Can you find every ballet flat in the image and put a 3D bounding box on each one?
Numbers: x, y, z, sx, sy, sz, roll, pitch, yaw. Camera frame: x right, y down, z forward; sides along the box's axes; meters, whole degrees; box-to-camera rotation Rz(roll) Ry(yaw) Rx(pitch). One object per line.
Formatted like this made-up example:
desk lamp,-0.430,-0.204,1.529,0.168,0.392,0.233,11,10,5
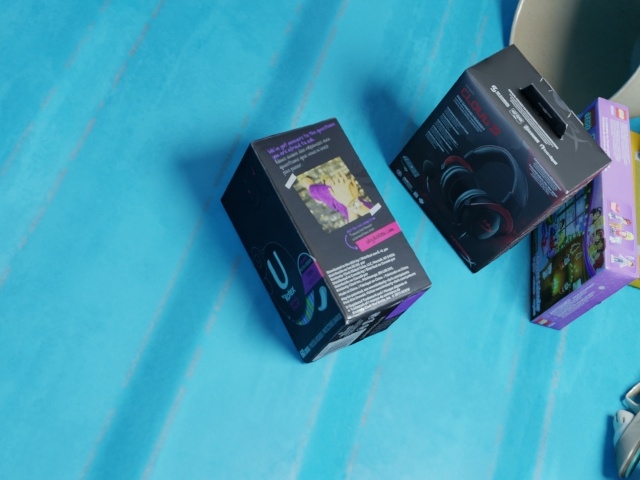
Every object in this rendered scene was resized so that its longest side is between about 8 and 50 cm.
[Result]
ballet flat,0.466,0.261,1.430,0.068,0.072,0.213,30,51,28

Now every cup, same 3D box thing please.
cup,0.511,-0.335,1.622,0.237,0.331,0.331,11,60,-32

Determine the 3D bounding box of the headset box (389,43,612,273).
headset box,0.253,-0.117,1.397,0.110,0.293,0.218,-32,79,-32

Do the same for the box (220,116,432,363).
box,0.000,0.000,1.309,0.143,0.165,0.270,-20,72,-29

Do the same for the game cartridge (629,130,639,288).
game cartridge,0.570,-0.040,1.628,0.323,0.053,0.285,18,59,-14

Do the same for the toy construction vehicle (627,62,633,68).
toy construction vehicle,0.587,-0.309,1.784,0.098,0.035,0.086,46,57,6

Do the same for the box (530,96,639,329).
box,0.386,-0.038,1.464,0.057,0.201,0.293,15,59,-14
